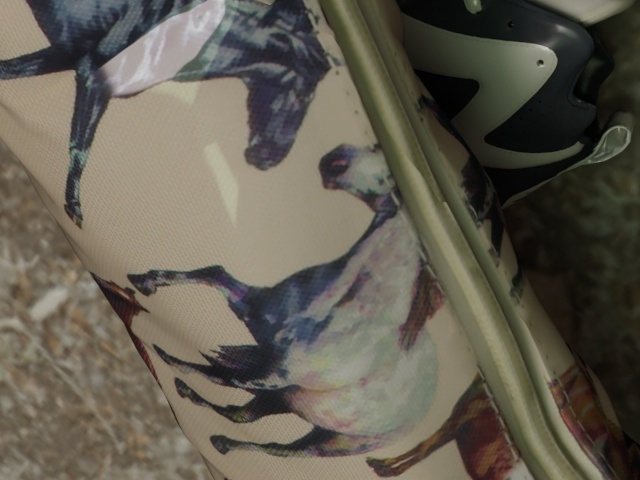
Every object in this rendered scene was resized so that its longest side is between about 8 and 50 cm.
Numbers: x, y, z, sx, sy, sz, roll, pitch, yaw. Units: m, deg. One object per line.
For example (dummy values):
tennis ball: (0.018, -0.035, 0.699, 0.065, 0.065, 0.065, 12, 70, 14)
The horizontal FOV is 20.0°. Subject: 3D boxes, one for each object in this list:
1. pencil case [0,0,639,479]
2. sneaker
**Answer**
pencil case: (0.000, 0.000, 0.673, 0.183, 0.160, 0.410, 7, 132, 55)
sneaker: (0.054, -0.117, 0.732, 0.153, 0.094, 0.235, -14, 108, 24)
